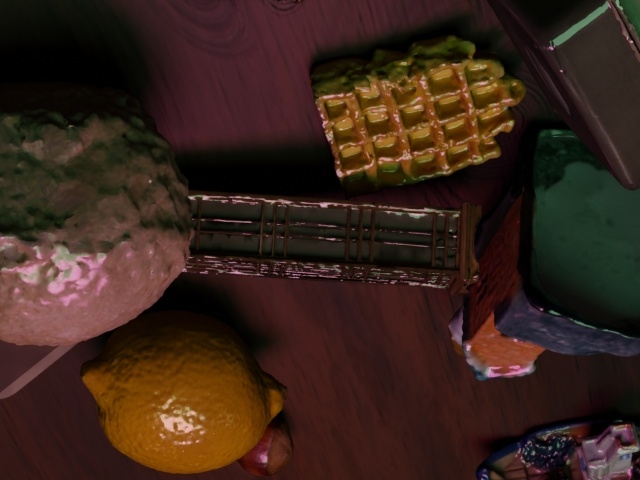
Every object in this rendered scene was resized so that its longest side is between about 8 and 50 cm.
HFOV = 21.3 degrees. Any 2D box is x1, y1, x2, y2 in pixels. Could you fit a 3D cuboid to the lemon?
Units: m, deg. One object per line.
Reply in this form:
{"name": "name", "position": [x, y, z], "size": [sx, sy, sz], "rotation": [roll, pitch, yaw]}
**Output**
{"name": "lemon", "position": [-0.153, 0.169, 1.888], "size": [0.244, 0.187, 0.187], "rotation": [11, 131, -29]}

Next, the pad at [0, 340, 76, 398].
{"name": "pad", "position": [-0.340, 0.081, 1.888], "size": [0.266, 0.002, 0.176], "rotation": [-38, 130, 23]}

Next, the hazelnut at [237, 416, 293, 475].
{"name": "hazelnut", "position": [-0.075, 0.250, 2.068], "size": [0.086, 0.086, 0.086], "rotation": [-7, 135, -7]}

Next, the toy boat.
{"name": "toy boat", "position": [0.328, 0.280, 2.155], "size": [0.262, 0.114, 0.115], "rotation": [-13, 148, 5]}

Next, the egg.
{"name": "egg", "position": [-0.271, -0.027, 1.612], "size": [0.310, 0.279, 0.279], "rotation": [3, 135, 4]}

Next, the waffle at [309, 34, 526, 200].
{"name": "waffle", "position": [0.106, -0.135, 1.736], "size": [0.211, 0.055, 0.160], "rotation": [-15, 137, 5]}

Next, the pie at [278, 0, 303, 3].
{"name": "pie", "position": [0.048, -0.362, 1.466], "size": [0.355, 0.103, 0.288], "rotation": [-33, 132, 14]}

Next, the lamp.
{"name": "lamp", "position": [0.000, 0.000, 1.765], "size": [0.325, 0.090, 0.089], "rotation": [3, 167, -3]}

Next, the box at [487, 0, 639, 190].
{"name": "box", "position": [0.279, -0.200, 1.602], "size": [0.166, 0.220, 0.290], "rotation": [-36, 133, 4]}

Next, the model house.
{"name": "model house", "position": [0.238, 0.052, 1.844], "size": [0.184, 0.253, 0.291], "rotation": [19, 143, -15]}
